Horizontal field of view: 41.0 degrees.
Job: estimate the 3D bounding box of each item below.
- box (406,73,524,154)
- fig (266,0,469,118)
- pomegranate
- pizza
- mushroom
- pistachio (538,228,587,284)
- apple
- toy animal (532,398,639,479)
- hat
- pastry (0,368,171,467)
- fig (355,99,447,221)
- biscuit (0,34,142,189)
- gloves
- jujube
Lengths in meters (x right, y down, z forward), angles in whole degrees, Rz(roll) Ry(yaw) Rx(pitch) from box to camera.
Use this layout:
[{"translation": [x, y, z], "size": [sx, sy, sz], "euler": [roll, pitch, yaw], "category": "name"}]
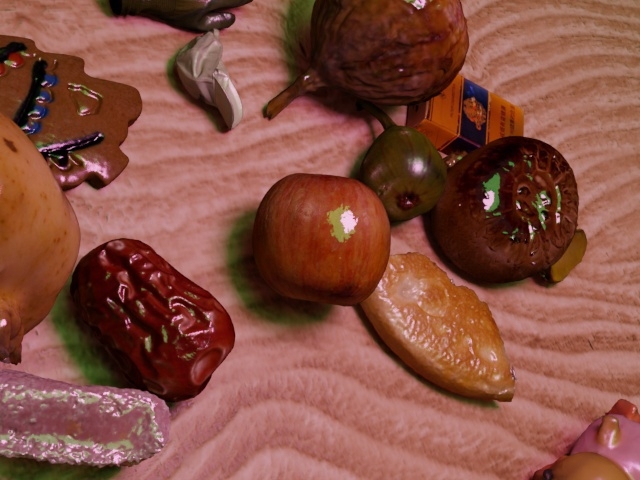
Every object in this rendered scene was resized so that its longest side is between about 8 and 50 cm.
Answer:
[{"translation": [0.284, -0.232, 1.658], "size": [0.237, 0.070, 0.152], "euler": [22, 57, -20], "category": "box"}, {"translation": [0.063, -0.313, 1.458], "size": [0.369, 0.286, 0.286], "euler": [-43, 93, -6], "category": "fig"}, {"translation": [-0.413, 0.008, 0.910], "size": [0.343, 0.342, 0.342], "euler": [14, 60, -26], "category": "pomegranate"}, {"translation": [0.188, 0.133, 1.406], "size": [0.365, 0.074, 0.182], "euler": [36, 54, -11], "category": "pizza"}, {"translation": [0.332, -0.067, 1.535], "size": [0.297, 0.163, 0.278], "euler": [-36, 82, -24], "category": "mushroom"}, {"translation": [0.454, 0.021, 1.646], "size": [0.173, 0.049, 0.089], "euler": [-34, 110, -41], "category": "pistachio"}, {"translation": [0.000, 0.000, 1.269], "size": [0.211, 0.211, 0.187], "euler": [14, 82, -26], "category": "apple"}, {"translation": [0.459, 0.394, 1.390], "size": [0.281, 0.169, 0.195], "euler": [-20, 113, -35], "category": "toy animal"}, {"translation": [-0.176, -0.257, 1.388], "size": [0.166, 0.081, 0.122], "euler": [65, 11, -7], "category": "hat"}, {"translation": [-0.317, 0.215, 1.025], "size": [0.265, 0.112, 0.102], "euler": [19, 69, -31], "category": "pastry"}, {"translation": [0.134, -0.152, 1.495], "size": [0.151, 0.151, 0.259], "euler": [17, 41, -25], "category": "fig"}, {"translation": [-0.406, -0.188, 1.212], "size": [0.301, 0.043, 0.278], "euler": [38, 52, -10], "category": "biscuit"}, {"translation": [-0.220, -0.412, 1.413], "size": [0.268, 0.107, 0.135], "euler": [-16, 107, -39], "category": "gloves"}, {"translation": [-0.220, 0.101, 1.121], "size": [0.230, 0.155, 0.155], "euler": [46, 50, 8], "category": "jujube"}]
